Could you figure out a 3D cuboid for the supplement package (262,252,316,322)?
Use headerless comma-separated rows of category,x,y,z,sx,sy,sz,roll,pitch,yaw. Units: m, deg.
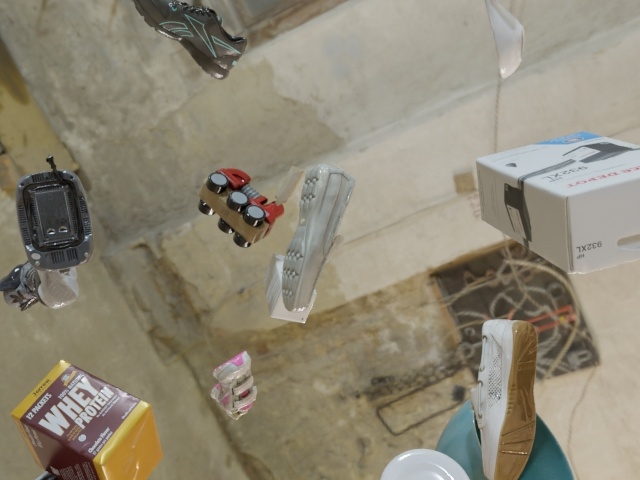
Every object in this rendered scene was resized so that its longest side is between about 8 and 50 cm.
supplement package,-0.089,0.132,1.909,0.105,0.105,0.179,14,27,-21

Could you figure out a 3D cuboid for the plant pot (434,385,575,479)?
plant pot,0.331,0.461,1.338,0.290,0.195,0.290,31,35,-25

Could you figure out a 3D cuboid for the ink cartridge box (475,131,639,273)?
ink cartridge box,0.422,-0.074,1.113,0.307,0.223,0.128,-125,-158,-69

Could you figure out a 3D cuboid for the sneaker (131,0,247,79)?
sneaker,-0.269,-0.451,1.404,0.267,0.106,0.101,35,25,-35

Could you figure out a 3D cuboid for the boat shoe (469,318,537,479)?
boat shoe,0.299,0.269,1.147,0.098,0.096,0.276,12,84,-41

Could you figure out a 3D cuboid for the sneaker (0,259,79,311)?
sneaker,-0.614,0.105,1.477,0.101,0.153,0.268,54,-3,-27

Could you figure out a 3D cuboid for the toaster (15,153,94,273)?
toaster,-0.524,-0.048,1.340,0.146,0.129,0.226,-179,-102,-68

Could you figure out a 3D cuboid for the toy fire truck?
toy fire truck,-0.181,-0.132,1.903,0.217,0.158,0.246,41,42,14

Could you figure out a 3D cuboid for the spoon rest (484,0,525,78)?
spoon rest,0.399,-0.489,1.479,0.137,0.084,0.276,-56,145,-49

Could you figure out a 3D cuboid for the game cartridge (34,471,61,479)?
game cartridge,-0.532,0.537,1.299,0.062,0.198,0.297,27,23,15

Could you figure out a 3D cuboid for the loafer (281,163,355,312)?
loafer,0.000,0.000,1.427,0.112,0.112,0.319,16,88,-25

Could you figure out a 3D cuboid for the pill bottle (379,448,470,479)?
pill bottle,0.131,0.380,0.917,0.216,0.121,0.121,90,-5,-48

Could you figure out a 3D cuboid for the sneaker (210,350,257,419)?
sneaker,-0.209,0.376,1.756,0.111,0.103,0.252,48,-30,22

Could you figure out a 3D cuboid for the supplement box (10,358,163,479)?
supplement box,-0.406,0.347,1.208,0.129,0.194,0.191,-54,158,-40
